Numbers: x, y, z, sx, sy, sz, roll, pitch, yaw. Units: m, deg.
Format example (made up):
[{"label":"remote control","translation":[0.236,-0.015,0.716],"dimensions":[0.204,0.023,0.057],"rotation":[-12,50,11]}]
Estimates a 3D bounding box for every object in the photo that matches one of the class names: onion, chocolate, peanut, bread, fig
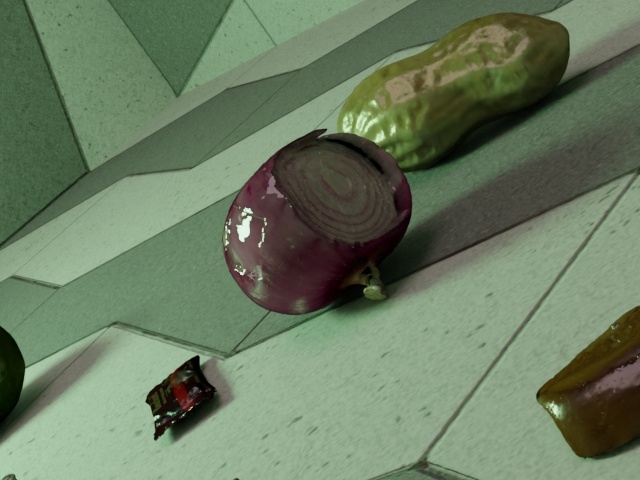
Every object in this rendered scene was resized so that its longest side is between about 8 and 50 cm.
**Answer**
[{"label":"onion","translation":[-0.010,-0.010,1.425],"dimensions":[0.200,0.200,0.207],"rotation":[-23,31,40]},{"label":"chocolate","translation":[-0.157,0.167,1.474],"dimensions":[0.086,0.028,0.182],"rotation":[-39,16,-1]},{"label":"peanut","translation":[0.161,-0.180,1.645],"dimensions":[0.313,0.149,0.149],"rotation":[-26,17,18]},{"label":"bread","translation":[0.203,0.083,0.895],"dimensions":[0.129,0.044,0.126],"rotation":[-39,13,1]},{"label":"fig","translation":[-0.512,0.219,1.876],"dimensions":[0.195,0.195,0.245],"rotation":[-28,53,27]}]

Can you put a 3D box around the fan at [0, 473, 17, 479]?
[{"label":"fan","translation":[-0.468,0.360,1.583],"dimensions":[0.282,0.023,0.057],"rotation":[-36,6,-1]}]

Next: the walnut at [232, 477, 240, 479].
[{"label":"walnut","translation":[-0.086,0.240,1.034],"dimensions":[0.091,0.052,0.121],"rotation":[-21,19,49]}]
